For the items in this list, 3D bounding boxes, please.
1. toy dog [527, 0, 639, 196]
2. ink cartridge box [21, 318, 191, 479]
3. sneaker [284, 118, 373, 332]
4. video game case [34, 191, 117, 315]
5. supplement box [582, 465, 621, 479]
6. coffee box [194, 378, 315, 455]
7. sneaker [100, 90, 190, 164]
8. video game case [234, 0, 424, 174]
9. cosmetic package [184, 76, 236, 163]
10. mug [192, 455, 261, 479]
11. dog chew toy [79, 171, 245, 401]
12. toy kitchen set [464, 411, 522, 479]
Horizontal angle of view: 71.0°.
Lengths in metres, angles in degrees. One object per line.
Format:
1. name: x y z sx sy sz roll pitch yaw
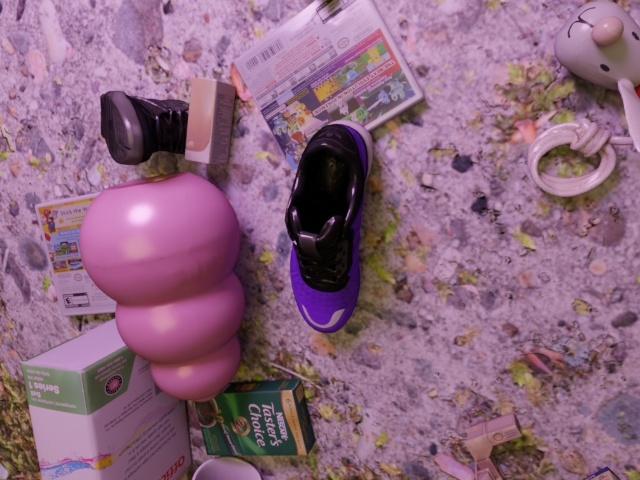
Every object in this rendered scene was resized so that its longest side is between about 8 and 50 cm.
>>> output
1. toy dog: 0.386 -0.115 0.421 0.334 0.161 0.219 17 104 15
2. ink cartridge box: -0.317 0.282 0.703 0.117 0.201 0.277 1 101 19
3. sneaker: -0.001 0.000 0.566 0.102 0.146 0.292 7 108 11
4. video game case: -0.375 0.023 0.769 0.227 0.026 0.206 -7 98 20
5. supplement box: 0.371 0.348 0.553 0.083 0.083 0.056 47 110 5
6. coffee box: -0.109 0.285 0.721 0.185 0.040 0.113 -9 97 19
7. sneaker: -0.223 -0.154 0.607 0.131 0.228 0.087 -3 109 -26
8. video game case: 0.006 -0.216 0.601 0.202 0.023 0.183 -28 90 20
9. cosmetic package: -0.157 -0.169 0.643 0.041 0.060 0.114 12 102 14
10. mug: -0.150 0.470 0.735 0.151 0.113 0.169 20 109 16
11. dog chew toy: -0.200 0.077 0.635 0.207 0.206 0.331 -5 106 19
12. toy kitchen set: 0.243 0.292 0.593 0.075 0.068 0.083 -31 90 21
